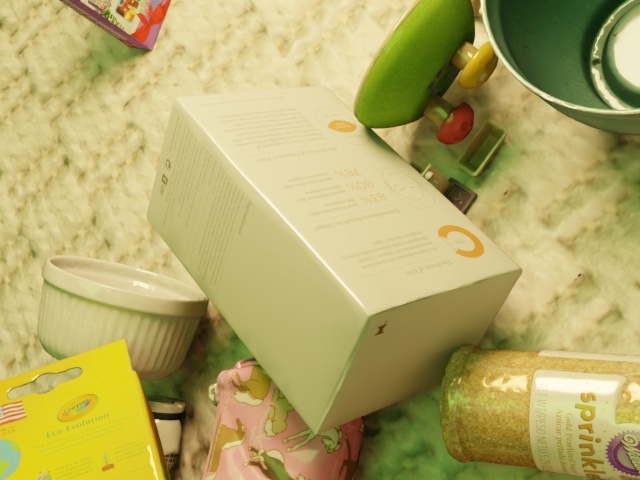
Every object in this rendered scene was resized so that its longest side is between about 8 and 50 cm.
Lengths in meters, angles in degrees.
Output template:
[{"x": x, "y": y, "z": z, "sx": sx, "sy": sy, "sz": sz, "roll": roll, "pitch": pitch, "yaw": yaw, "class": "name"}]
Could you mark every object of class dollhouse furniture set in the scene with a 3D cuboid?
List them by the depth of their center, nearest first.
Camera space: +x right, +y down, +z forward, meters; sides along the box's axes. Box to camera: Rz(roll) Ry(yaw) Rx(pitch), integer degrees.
[{"x": 0.144, "y": -0.103, "z": 0.981, "sx": 0.091, "sy": 0.081, "sz": 0.114, "roll": 39, "pitch": 96, "yaw": 32, "class": "dollhouse furniture set"}]

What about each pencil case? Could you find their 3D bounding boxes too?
[{"x": -0.067, "y": 0.322, "z": 0.932, "sx": 0.167, "sy": 0.160, "sz": 0.386, "roll": 6, "pitch": 79, "yaw": 37, "class": "pencil case"}]

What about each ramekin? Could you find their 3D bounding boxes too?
[{"x": -0.253, "y": 0.097, "z": 1.085, "sx": 0.207, "sy": 0.207, "sz": 0.109, "roll": 18, "pitch": 93, "yaw": 33, "class": "ramekin"}]

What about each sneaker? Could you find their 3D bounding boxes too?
[{"x": -0.283, "y": 0.244, "z": 1.128, "sx": 0.235, "sy": 0.090, "sz": 0.094, "roll": 1, "pitch": 85, "yaw": 32, "class": "sneaker"}]

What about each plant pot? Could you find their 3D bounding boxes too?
[{"x": 0.327, "y": -0.224, "z": 0.844, "sx": 0.293, "sy": 0.196, "sz": 0.293, "roll": -9, "pitch": 72, "yaw": 27, "class": "plant pot"}]

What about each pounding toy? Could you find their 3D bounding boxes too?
[{"x": 0.150, "y": -0.195, "z": 0.943, "sx": 0.110, "sy": 0.183, "sz": 0.237, "roll": 38, "pitch": 77, "yaw": 11, "class": "pounding toy"}]

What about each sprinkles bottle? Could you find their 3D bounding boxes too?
[{"x": 0.293, "y": 0.163, "z": 0.793, "sx": 0.356, "sy": 0.121, "sz": 0.121, "roll": 0, "pitch": 75, "yaw": 30, "class": "sprinkles bottle"}]

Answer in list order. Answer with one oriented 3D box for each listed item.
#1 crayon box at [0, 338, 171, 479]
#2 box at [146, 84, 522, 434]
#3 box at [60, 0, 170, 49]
[{"x": -0.255, "y": 0.266, "z": 0.892, "sx": 0.202, "sy": 0.081, "sz": 0.318, "roll": -17, "pitch": 47, "yaw": -10, "class": "crayon box"}, {"x": 0.000, "y": 0.000, "z": 0.927, "sx": 0.345, "sy": 0.215, "sz": 0.168, "roll": 48, "pitch": 133, "yaw": 32, "class": "box"}, {"x": -0.277, "y": -0.454, "z": 1.260, "sx": 0.057, "sy": 0.201, "sz": 0.293, "roll": 16, "pitch": 83, "yaw": 32, "class": "box"}]
